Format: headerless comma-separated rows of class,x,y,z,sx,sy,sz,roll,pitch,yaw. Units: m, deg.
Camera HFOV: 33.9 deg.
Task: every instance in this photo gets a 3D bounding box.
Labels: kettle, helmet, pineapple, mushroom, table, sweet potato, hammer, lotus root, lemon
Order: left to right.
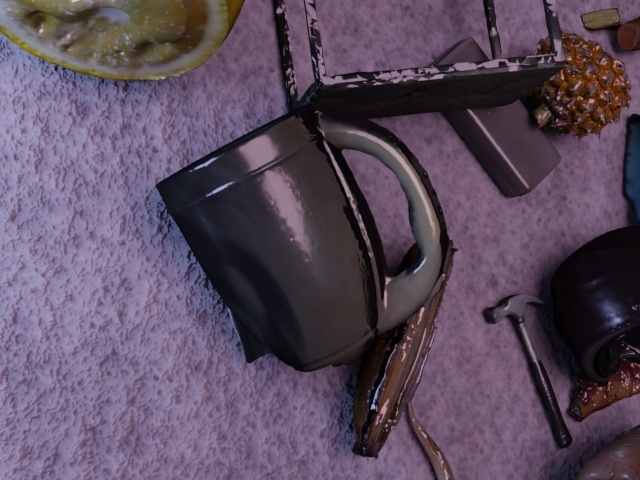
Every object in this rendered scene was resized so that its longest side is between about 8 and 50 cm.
lemon,-0.245,-0.397,1.266,0.364,0.364,0.364,4,80,-24
kettle,0.000,0.000,1.346,0.320,0.228,0.324,-26,99,5
lotus root,0.099,0.141,1.454,0.078,0.167,0.329,16,71,23
table,0.120,-0.325,1.433,0.334,0.222,0.272,-7,86,-12
mushroom,0.164,0.376,1.480,0.068,0.043,0.306,16,66,-53
hammer,0.336,0.197,1.595,0.103,0.029,0.246,-25,94,-25
pineapple,0.371,-0.217,1.603,0.137,0.161,0.176,-43,97,-18
helmet,0.476,0.075,1.582,0.305,0.225,0.177,-19,54,-25
sweet potato,0.616,-0.369,1.788,0.281,0.059,0.067,-14,53,-29

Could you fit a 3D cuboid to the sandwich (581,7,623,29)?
sandwich,0.478,-0.367,1.736,0.083,0.044,0.031,-10,91,-23

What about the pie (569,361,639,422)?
pie,0.449,0.221,1.636,0.169,0.034,0.092,-21,95,-25

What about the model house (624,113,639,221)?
model house,0.655,-0.128,1.704,0.261,0.226,0.241,12,48,-24

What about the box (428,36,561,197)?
box,0.260,-0.187,1.603,0.103,0.055,0.244,-42,100,-24

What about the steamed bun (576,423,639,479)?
steamed bun,0.478,0.393,1.535,0.251,0.199,0.301,-20,115,-17
